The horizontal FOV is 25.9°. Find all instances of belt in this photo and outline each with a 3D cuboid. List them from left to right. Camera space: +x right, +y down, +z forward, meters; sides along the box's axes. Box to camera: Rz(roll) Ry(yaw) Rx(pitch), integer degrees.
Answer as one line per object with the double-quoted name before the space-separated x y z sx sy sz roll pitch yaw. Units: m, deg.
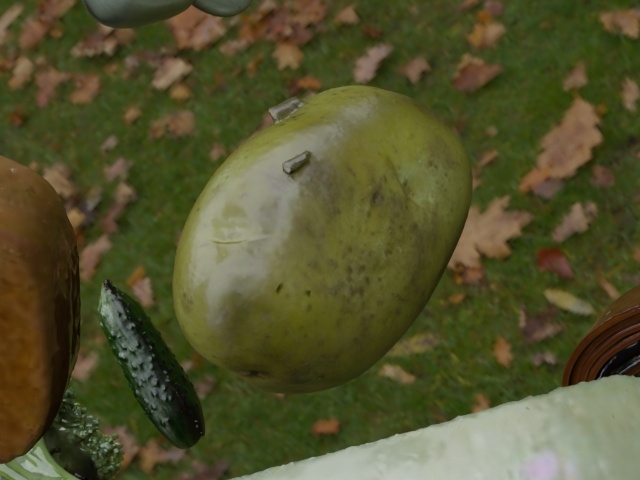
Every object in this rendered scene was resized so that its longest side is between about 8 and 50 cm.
"belt" 0.390 0.133 1.507 0.261 0.184 0.105 -41 -1 40

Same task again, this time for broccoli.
"broccoli" -0.380 0.282 1.752 0.260 0.288 0.235 -6 43 23

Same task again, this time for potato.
"potato" 0.000 -0.002 0.957 0.148 0.197 0.228 16 73 31

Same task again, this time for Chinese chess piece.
"Chinese chess piece" 0.066 0.172 0.732 0.349 0.349 0.146 -19 78 25

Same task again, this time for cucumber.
"cucumber" -0.207 0.148 1.678 0.069 0.227 0.069 -30 2 1

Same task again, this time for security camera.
"security camera" -0.160 -0.322 1.549 0.080 0.301 0.157 -26 88 37

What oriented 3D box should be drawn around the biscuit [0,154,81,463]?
"biscuit" -0.208 0.004 0.353 0.295 0.186 0.044 9 39 -1
